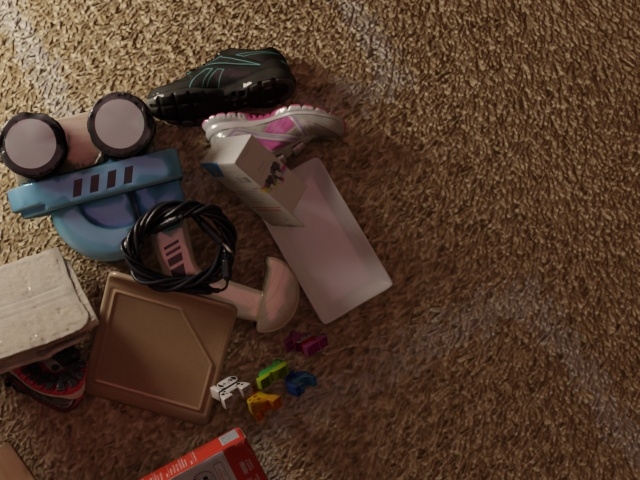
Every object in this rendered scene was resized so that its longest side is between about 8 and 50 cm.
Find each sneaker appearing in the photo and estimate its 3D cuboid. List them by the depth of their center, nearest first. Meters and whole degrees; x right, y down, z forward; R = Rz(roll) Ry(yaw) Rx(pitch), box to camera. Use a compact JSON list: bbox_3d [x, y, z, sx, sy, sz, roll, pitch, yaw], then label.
[{"bbox_3d":[-0.521,0.187,1.835,0.299,0.112,0.121,34,54,15],"label":"sneaker"},{"bbox_3d":[-0.078,-0.171,1.943,0.252,0.103,0.111,-7,84,1],"label":"sneaker"},{"bbox_3d":[-0.181,-0.277,1.967,0.267,0.101,0.106,-11,58,-5],"label":"sneaker"}]

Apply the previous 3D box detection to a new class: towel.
[{"bbox_3d":[-0.517,0.124,1.785,0.282,0.049,0.187,-18,55,-22],"label":"towel"}]

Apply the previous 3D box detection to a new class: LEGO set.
[{"bbox_3d":[-0.095,0.236,1.863,0.227,0.093,0.087,-28,119,-35],"label":"LEGO set"}]

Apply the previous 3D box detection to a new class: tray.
[{"bbox_3d":[0.000,0.000,1.944,0.145,0.030,0.270,-29,83,-8],"label":"tray"}]

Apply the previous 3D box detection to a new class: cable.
[{"bbox_3d":[-0.226,0.009,1.761,0.184,0.047,0.151,8,93,-12],"label":"cable"}]

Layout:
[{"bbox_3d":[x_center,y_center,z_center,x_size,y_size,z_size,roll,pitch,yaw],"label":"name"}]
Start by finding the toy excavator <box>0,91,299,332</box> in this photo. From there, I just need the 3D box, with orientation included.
[{"bbox_3d":[-0.286,-0.026,1.863,0.432,0.222,0.446,-14,94,-7],"label":"toy excavator"}]

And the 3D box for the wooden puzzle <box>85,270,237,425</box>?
[{"bbox_3d":[-0.268,0.180,1.838,0.220,0.044,0.239,16,110,-1],"label":"wooden puzzle"}]

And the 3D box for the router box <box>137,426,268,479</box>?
[{"bbox_3d":[-0.183,0.518,1.755,0.301,0.082,0.336,-28,100,-10],"label":"router box"}]

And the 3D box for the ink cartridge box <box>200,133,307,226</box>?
[{"bbox_3d":[-0.099,-0.098,1.852,0.181,0.104,0.062,42,67,-32],"label":"ink cartridge box"}]

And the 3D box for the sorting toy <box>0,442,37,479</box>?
[{"bbox_3d":[-0.534,0.504,1.777,0.255,0.089,0.257,-35,83,-10],"label":"sorting toy"}]
